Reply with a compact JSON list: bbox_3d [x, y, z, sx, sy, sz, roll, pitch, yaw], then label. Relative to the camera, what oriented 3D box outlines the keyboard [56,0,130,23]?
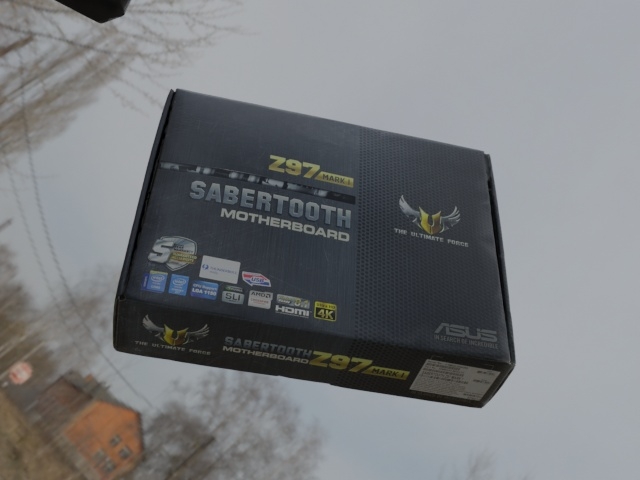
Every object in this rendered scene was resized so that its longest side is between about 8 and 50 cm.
[{"bbox_3d":[-0.129,-0.164,0.289,0.180,0.108,0.023,27,-2,-7],"label":"keyboard"}]

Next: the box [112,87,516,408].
[{"bbox_3d":[0.000,0.000,0.539,0.233,0.183,0.059,11,-43,-8],"label":"box"}]
